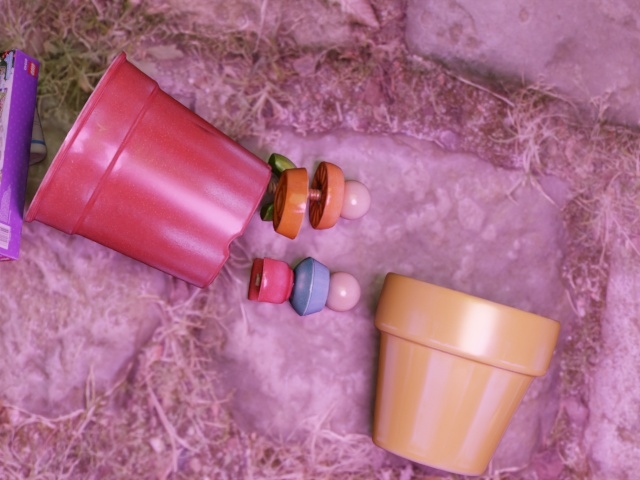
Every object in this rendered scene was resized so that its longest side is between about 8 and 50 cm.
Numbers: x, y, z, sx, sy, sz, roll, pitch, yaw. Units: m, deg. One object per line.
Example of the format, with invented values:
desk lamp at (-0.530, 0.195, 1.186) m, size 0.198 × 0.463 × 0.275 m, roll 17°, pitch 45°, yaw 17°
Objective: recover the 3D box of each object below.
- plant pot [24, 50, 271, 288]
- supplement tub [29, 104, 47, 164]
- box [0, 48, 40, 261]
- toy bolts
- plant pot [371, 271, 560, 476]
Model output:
plant pot at (-0.229, -0.079, 1.738) m, size 0.265 × 0.272 × 0.272 m, roll 30°, pitch 73°, yaw -9°
supplement tub at (-0.442, -0.166, 1.812) m, size 0.071 × 0.071 × 0.107 m, roll -12°, pitch 78°, yaw -12°
box at (-0.500, -0.111, 1.743) m, size 0.201 × 0.057 × 0.293 m, roll -4°, pitch 73°, yaw 27°
toy bolts at (0.000, 0.000, 1.784) m, size 0.159 × 0.218 × 0.228 m, roll 9°, pitch 92°, yaw -13°
plant pot at (0.180, 0.190, 1.738) m, size 0.254 × 0.254 × 0.239 m, roll 17°, pitch 89°, yaw -4°
